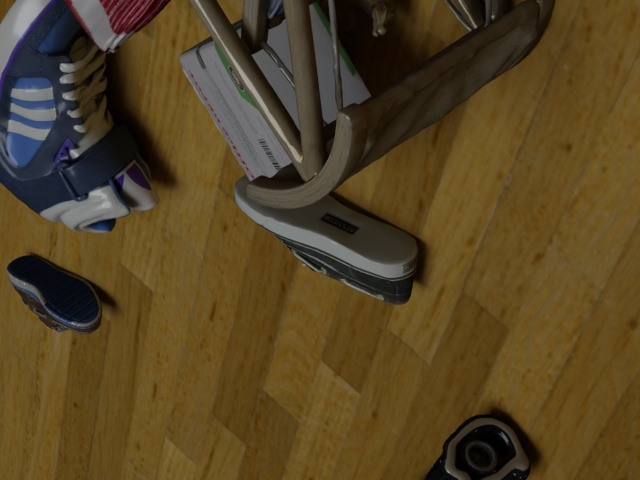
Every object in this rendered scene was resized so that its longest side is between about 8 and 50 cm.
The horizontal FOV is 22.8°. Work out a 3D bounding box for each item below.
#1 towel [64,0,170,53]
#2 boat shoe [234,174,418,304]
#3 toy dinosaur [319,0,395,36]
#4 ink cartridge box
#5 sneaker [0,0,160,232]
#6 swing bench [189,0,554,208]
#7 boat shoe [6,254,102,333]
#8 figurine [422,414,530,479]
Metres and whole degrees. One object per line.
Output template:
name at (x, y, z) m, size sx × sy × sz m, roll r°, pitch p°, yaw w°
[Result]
towel at (-0.172, -0.353, 1.453) m, size 0.329 × 0.037 × 0.237 m, roll -40°, pitch 86°, yaw 35°
boat shoe at (0.000, 0.000, 1.601) m, size 0.219 × 0.078 × 0.070 m, roll 29°, pitch 136°, yaw 29°
toy dinosaur at (0.011, -0.250, 1.422) m, size 0.093 × 0.053 × 0.183 m, roll -37°, pitch 76°, yaw 37°
ink cartridge box at (-0.036, -0.131, 1.457) m, size 0.160 × 0.093 × 0.219 m, roll 60°, pitch 168°, yaw -11°
sneaker at (-0.254, -0.143, 1.760) m, size 0.236 × 0.130 × 0.322 m, roll 36°, pitch 132°, yaw -1°
swing bench at (0.041, -0.189, 1.248) m, size 0.165 × 0.253 × 0.254 m, roll 2°, pitch 120°, yaw 48°
boat shoe at (-0.339, 0.081, 2.075) m, size 0.183 × 0.066 × 0.066 m, roll 33°, pitch 145°, yaw 42°
figurine at (0.186, 0.305, 1.644) m, size 0.215 × 0.092 × 0.209 m, roll 46°, pitch 152°, yaw 10°
